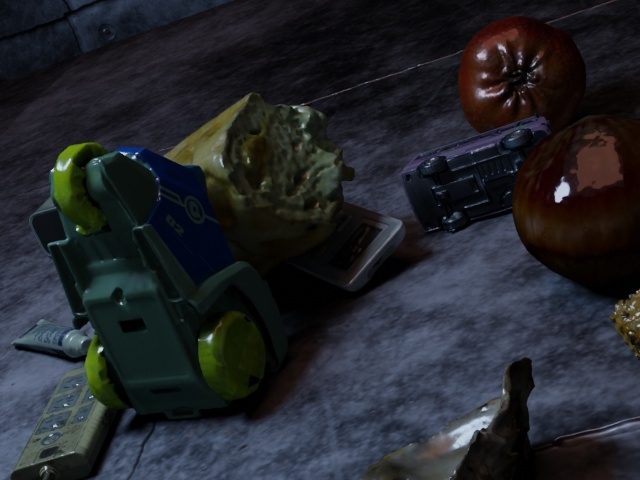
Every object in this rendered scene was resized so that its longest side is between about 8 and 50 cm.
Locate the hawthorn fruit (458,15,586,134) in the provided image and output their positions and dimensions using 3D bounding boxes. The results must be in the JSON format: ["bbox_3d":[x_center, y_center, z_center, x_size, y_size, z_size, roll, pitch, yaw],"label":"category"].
[{"bbox_3d":[0.273,-0.217,1.845,0.179,0.179,0.200,-21,4,4],"label":"hawthorn fruit"}]

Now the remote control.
[{"bbox_3d":[0.000,0.000,1.742,0.109,0.055,0.313,-48,30,-13],"label":"remote control"}]

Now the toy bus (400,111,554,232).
[{"bbox_3d":[0.209,-0.086,1.680,0.198,0.096,0.108,-17,16,21],"label":"toy bus"}]

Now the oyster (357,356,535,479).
[{"bbox_3d":[0.062,0.242,1.047,0.204,0.111,0.396,-30,14,36],"label":"oyster"}]

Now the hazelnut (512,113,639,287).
[{"bbox_3d":[0.286,-0.041,1.387,0.178,0.178,0.204,-33,15,-26],"label":"hazelnut"}]

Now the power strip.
[{"bbox_3d":[-0.282,0.214,1.523,0.092,0.034,0.268,-17,21,13],"label":"power strip"}]

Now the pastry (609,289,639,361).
[{"bbox_3d":[0.321,0.085,1.204,0.080,0.056,0.140,-31,27,-1],"label":"pastry"}]

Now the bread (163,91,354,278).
[{"bbox_3d":[-0.107,-0.044,1.662,0.252,0.196,0.238,-32,23,47],"label":"bread"}]

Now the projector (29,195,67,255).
[{"bbox_3d":[-0.414,-0.032,2.193,0.083,0.083,0.082,-14,22,22],"label":"projector"}]

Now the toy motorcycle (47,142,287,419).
[{"bbox_3d":[-0.175,0.022,1.477,0.191,0.326,0.200,-8,23,32],"label":"toy motorcycle"}]

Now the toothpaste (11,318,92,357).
[{"bbox_3d":[-0.355,0.131,1.802,0.062,0.037,0.216,-34,20,-28],"label":"toothpaste"}]
